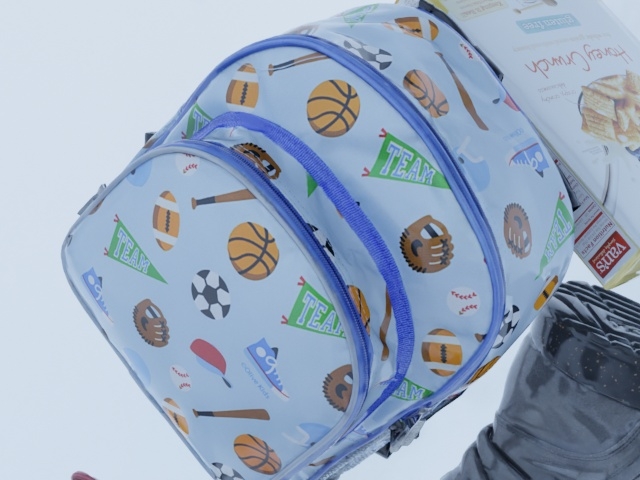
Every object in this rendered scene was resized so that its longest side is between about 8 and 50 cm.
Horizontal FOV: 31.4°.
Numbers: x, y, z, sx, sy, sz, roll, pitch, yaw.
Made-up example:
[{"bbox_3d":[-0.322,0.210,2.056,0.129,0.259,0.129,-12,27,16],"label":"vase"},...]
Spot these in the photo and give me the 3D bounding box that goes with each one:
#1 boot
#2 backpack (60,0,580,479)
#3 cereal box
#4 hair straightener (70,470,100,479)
[{"bbox_3d":[0.263,0.190,0.804,0.338,0.118,0.223,28,115,13],"label":"boot"},{"bbox_3d":[0.000,0.000,0.658,0.276,0.213,0.263,49,125,2],"label":"backpack"},{"bbox_3d":[0.176,-0.089,0.760,0.240,0.173,0.047,53,136,21],"label":"cereal box"},{"bbox_3d":[-0.149,0.246,0.743,0.047,0.230,0.089,22,52,19],"label":"hair straightener"}]
